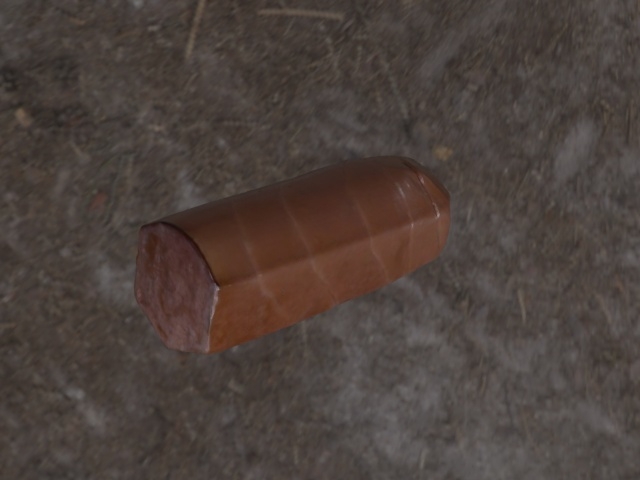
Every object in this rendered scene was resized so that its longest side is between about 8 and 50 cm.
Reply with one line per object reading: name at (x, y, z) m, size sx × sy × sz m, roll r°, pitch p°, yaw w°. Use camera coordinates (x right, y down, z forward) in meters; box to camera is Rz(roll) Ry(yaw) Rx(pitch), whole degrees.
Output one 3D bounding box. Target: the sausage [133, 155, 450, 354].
sausage at (0.001, 0.000, 0.576) m, size 0.065 × 0.169 × 0.065 m, roll 22°, pitch 121°, yaw 42°
